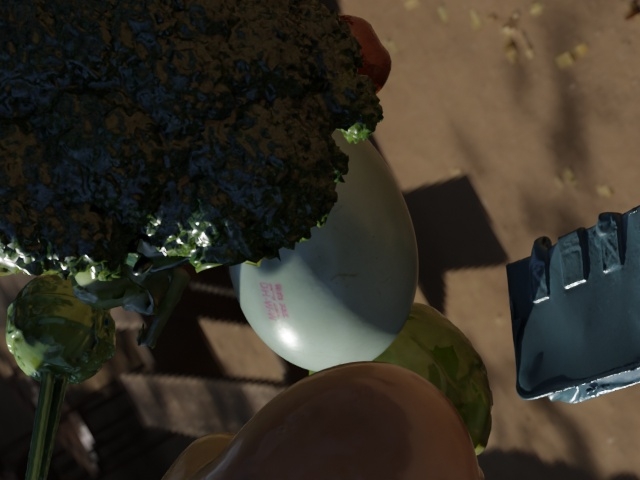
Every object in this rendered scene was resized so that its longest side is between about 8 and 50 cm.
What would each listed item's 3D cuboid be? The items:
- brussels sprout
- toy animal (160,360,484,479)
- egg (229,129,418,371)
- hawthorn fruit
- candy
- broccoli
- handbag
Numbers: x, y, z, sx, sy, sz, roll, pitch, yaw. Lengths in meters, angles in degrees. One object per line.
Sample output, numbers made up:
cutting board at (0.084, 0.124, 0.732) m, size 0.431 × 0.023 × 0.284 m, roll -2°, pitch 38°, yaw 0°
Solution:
brussels sprout at (0.088, 0.173, 1.636) m, size 0.223 × 0.223 × 0.161 m, roll 52°, pitch 143°, yaw 22°
toy animal at (-0.018, 0.178, 0.906) m, size 0.166 × 0.250 × 0.154 m, roll 57°, pitch -172°, yaw 20°
egg at (0.000, 0.000, 1.406) m, size 0.183 × 0.183 × 0.264 m, roll 18°, pitch 122°, yaw 60°
hawthorn fruit at (0.018, -0.220, 1.787) m, size 0.125 × 0.140 × 0.125 m, roll -8°, pitch 78°, yaw 40°
candy at (-0.231, 0.179, 1.193) m, size 0.093 × 0.092 × 0.335 m, roll 77°, pitch -164°, yaw -58°
broccoli at (-0.125, -0.065, 0.948) m, size 0.283 × 0.321 × 0.303 m, roll 97°, pitch -176°, yaw -48°
handbag at (0.276, 0.063, 1.464) m, size 0.229 × 0.062 × 0.179 m, roll -31°, pitch 56°, yaw 55°
